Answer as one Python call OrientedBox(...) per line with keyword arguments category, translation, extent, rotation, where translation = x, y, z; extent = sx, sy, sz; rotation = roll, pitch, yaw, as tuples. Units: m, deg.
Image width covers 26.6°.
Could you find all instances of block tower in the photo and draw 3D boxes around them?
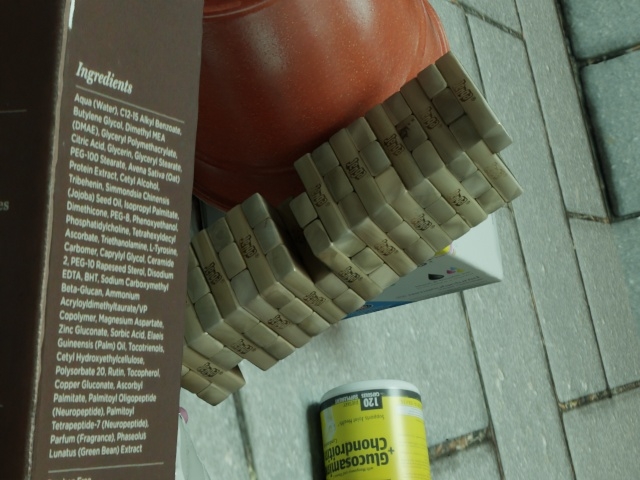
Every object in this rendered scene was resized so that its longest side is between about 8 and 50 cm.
OrientedBox(category="block tower", translation=(0.000, 0.000, 1.058), extent=(0.097, 0.335, 0.091), rotation=(41, 16, -51))

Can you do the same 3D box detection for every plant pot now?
OrientedBox(category="plant pot", translation=(-0.045, -0.191, 1.075), extent=(0.265, 0.272, 0.272), rotation=(64, 21, -63))

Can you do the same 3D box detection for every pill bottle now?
OrientedBox(category="pill bottle", translation=(0.057, 0.236, 1.329), extent=(0.103, 0.103, 0.184), rotation=(30, 49, -57))

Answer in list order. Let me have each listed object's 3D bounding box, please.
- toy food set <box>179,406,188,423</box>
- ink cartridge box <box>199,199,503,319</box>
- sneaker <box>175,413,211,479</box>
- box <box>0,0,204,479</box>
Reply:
OrientedBox(category="toy food set", translation=(-0.120, 0.171, 1.090), extent=(0.122, 0.019, 0.078), rotation=(69, 25, -13))
OrientedBox(category="ink cartridge box", translation=(0.030, -0.053, 1.329), extent=(0.270, 0.198, 0.197), rotation=(23, 56, -59))
OrientedBox(category="sneaker", translation=(-0.136, 0.177, 0.998), extent=(0.115, 0.105, 0.281), rotation=(-119, -171, -81))
OrientedBox(category="box", translation=(-0.184, 0.032, 0.731), extent=(0.143, 0.191, 0.381), rotation=(11, 81, -63))
